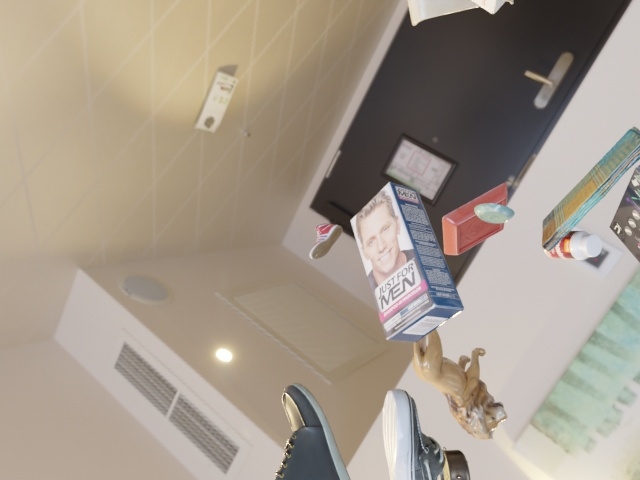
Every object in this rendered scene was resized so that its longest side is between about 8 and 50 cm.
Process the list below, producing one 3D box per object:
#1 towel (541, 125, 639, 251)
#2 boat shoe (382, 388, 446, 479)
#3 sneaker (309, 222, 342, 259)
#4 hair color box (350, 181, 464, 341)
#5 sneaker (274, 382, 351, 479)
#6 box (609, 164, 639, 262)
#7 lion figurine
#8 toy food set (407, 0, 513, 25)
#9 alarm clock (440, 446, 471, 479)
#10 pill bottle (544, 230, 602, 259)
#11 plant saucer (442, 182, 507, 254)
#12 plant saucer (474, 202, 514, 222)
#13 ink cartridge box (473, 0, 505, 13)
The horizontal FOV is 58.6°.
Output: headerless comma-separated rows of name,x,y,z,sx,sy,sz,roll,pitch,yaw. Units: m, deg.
towel,0.749,-0.144,1.568,0.040,0.370,0.271,39,-152,6
boat shoe,0.207,0.468,1.227,0.119,0.335,0.121,-9,-166,-6
sneaker,0.000,0.000,1.518,0.067,0.118,0.042,19,148,48
hair color box,0.198,0.051,1.377,0.105,0.174,0.347,11,-130,-35
sneaker,-0.040,0.328,0.877,0.118,0.083,0.222,-14,-129,-21
box,0.858,-0.086,1.410,0.270,0.165,0.143,72,174,-56
lion figurine,0.353,0.372,1.589,0.392,0.142,0.240,34,-129,-14
toy food set,0.407,-0.785,1.707,0.306,0.220,0.092,-10,-178,8
alarm clock,0.344,0.598,1.473,0.064,0.129,0.192,-3,-166,-4
pill bottle,0.740,0.013,1.675,0.086,0.086,0.152,20,172,-23
plant saucer,0.561,-0.059,2.034,0.048,0.258,0.259,59,175,33
plant saucer,0.524,-0.078,1.723,0.119,0.021,0.119,13,163,4
ink cartridge box,0.379,-0.689,1.415,0.218,0.092,0.158,43,-179,13
